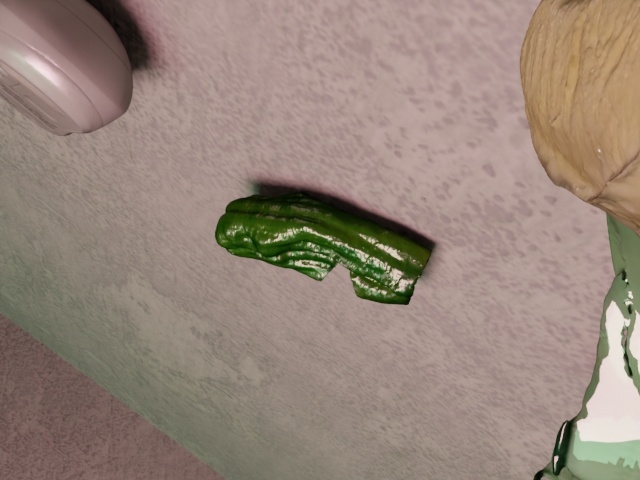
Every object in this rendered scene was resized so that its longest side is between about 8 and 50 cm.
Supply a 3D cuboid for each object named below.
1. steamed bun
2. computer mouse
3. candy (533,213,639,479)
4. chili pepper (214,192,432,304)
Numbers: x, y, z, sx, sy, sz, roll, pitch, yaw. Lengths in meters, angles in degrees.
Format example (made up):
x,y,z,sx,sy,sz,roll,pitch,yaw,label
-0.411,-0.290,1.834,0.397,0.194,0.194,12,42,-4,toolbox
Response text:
x,y,z,sx,sy,sz,roll,pitch,yaw,label
0.186,-0.056,0.431,0.231,0.110,0.212,35,-166,-37,steamed bun
-0.298,-0.204,0.836,0.184,0.121,0.297,39,169,-26,computer mouse
0.314,0.088,0.570,0.263,0.172,0.397,13,124,21,candy
0.000,0.001,0.842,0.253,0.083,0.099,17,147,25,chili pepper
